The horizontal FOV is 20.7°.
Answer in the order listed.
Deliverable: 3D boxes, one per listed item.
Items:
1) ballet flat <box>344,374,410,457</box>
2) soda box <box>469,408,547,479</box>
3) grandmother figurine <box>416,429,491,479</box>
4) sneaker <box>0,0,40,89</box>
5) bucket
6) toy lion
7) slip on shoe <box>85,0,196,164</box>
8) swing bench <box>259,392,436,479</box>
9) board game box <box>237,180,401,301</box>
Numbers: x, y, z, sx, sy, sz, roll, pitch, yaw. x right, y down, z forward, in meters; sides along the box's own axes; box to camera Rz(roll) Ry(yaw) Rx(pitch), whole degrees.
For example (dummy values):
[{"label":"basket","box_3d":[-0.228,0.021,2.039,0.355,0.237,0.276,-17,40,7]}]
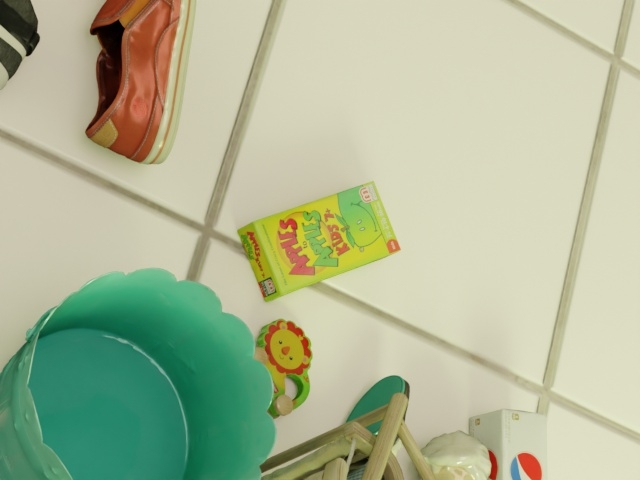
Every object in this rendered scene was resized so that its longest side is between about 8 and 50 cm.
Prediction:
[{"label":"ballet flat","box_3d":[0.051,0.247,2.031,0.074,0.074,0.203,45,53,-12]},{"label":"soda box","box_3d":[0.226,0.315,2.104,0.069,0.074,0.216,10,71,-28]},{"label":"grandmother figurine","box_3d":[0.125,0.376,2.016,0.208,0.104,0.342,21,63,-11]},{"label":"sneaker","box_3d":[-0.399,-0.272,1.907,0.217,0.079,0.121,47,55,-21]},{"label":"bucket","box_3d":[-0.203,0.179,1.817,0.281,0.183,0.281,11,68,-28]},{"label":"toy lion","box_3d":[-0.043,0.144,2.023,0.096,0.034,0.100,-29,92,-41]},{"label":"slip on shoe","box_3d":[-0.207,-0.252,1.991,0.101,0.123,0.331,11,75,-24]},{"label":"swing bench","box_3d":[-0.020,0.311,1.805,0.165,0.253,0.255,60,29,-2]},{"label":"board game box","box_3d":[0.000,0.000,2.079,0.181,0.043,0.092,-20,87,-33]}]
